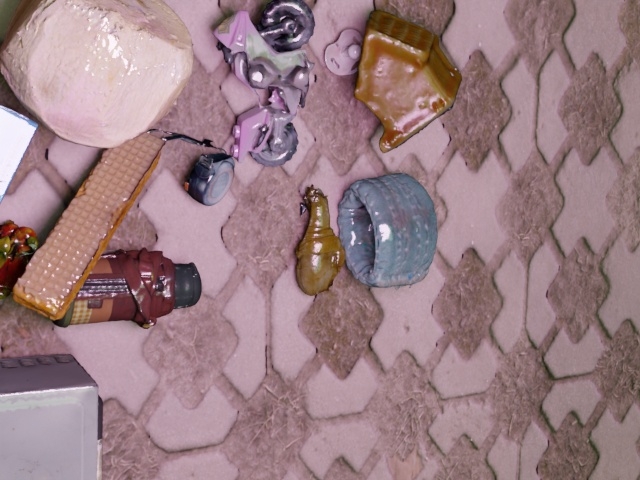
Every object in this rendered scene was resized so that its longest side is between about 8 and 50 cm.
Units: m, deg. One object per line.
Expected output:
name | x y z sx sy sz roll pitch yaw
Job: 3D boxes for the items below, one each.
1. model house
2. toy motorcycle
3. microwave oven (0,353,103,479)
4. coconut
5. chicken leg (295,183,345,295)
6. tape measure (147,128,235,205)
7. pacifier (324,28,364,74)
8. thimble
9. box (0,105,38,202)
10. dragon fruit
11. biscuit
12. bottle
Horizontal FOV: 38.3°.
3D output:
model house | 0.154 -0.349 1.835 0.173 0.268 0.239 -26 113 26
toy motorcycle | -0.118 -0.296 1.724 0.188 0.143 0.327 1 114 -19
microwave oven | -0.532 0.395 1.588 0.286 0.218 0.355 -3 101 -28
coconut | -0.371 -0.292 1.506 0.297 0.297 0.254 29 114 -29
chicken leg | 0.000 0.000 1.869 0.103 0.088 0.228 2 93 -18
tape measure | -0.254 -0.142 1.733 0.180 0.104 0.107 25 114 4
pacifier | 0.060 -0.370 1.825 0.099 0.078 0.081 -48 114 -12
thimble | 0.136 -0.014 1.861 0.143 0.198 0.235 -11 84 -24
box | -0.561 -0.111 1.518 0.083 0.142 0.232 25 88 -28
dragon fruit | -0.551 0.028 1.579 0.138 0.175 0.142 8 66 -38
biscuit | -0.394 -0.038 1.584 0.094 0.054 0.379 26 61 -2
bottle | -0.348 0.093 1.669 0.271 0.143 0.156 0 125 -28
